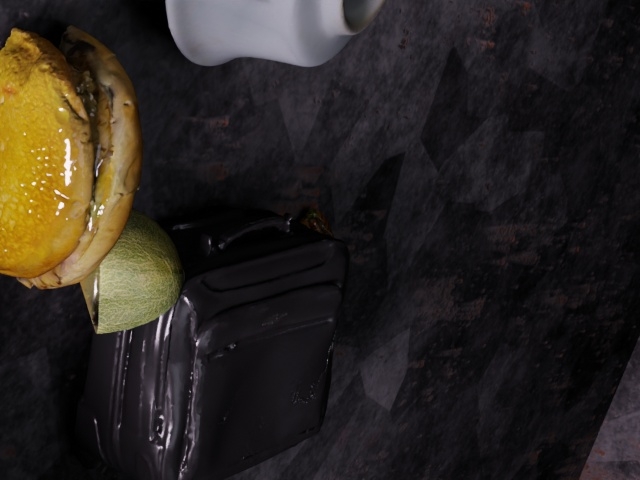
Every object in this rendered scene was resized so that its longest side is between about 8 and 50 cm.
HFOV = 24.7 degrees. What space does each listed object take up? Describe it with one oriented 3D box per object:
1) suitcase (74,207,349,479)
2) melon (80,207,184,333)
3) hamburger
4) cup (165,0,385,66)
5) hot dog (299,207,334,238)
[{"bbox_3d":[-0.129,0.128,1.834,0.345,0.188,0.339,-14,119,-49],"label":"suitcase"},{"bbox_3d":[-0.205,0.016,1.610,0.128,0.160,0.079,5,149,-23],"label":"melon"},{"bbox_3d":[-0.260,-0.067,1.495,0.144,0.156,0.283,-14,122,-52],"label":"hamburger"},{"bbox_3d":[-0.009,-0.329,1.582,0.347,0.163,0.347,-54,158,-35],"label":"cup"},{"bbox_3d":[0.000,0.000,2.041,0.049,0.037,0.122,-50,145,-14],"label":"hot dog"}]
